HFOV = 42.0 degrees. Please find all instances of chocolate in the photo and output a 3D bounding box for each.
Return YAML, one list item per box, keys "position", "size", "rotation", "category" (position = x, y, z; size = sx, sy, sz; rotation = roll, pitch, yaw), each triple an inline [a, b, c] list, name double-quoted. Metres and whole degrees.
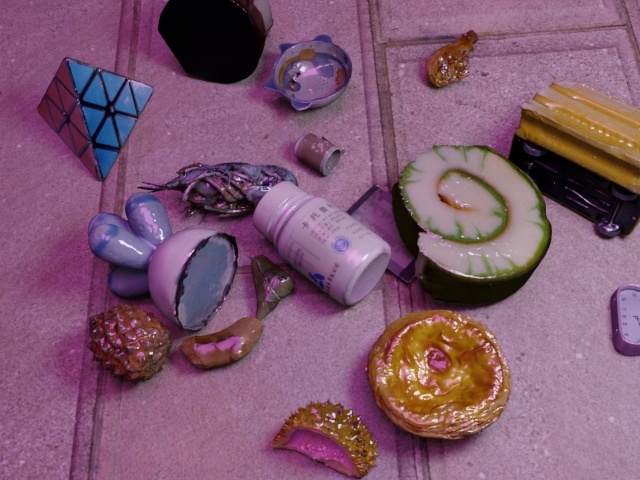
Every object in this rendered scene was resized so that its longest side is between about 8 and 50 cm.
- position: [-0.254, -0.570, 2.166]
  size: [0.284, 0.283, 0.186]
  rotation: [8, 45, 9]
  category: "chocolate"

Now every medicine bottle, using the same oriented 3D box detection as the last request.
- position: [0.000, 0.000, 1.845]
  size: [0.293, 0.170, 0.170]
  rotation: [37, 68, 23]
  category: "medicine bottle"

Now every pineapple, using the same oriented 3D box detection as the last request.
- position: [-0.415, 0.210, 1.758]
  size: [0.193, 0.166, 0.166]
  rotation: [29, 66, 20]
  category: "pineapple"

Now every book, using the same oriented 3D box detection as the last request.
- position: [0.163, -0.016, 1.927]
  size: [0.231, 0.026, 0.157]
  rotation: [38, 70, 22]
  category: "book"

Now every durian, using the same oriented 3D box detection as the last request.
- position: [0.013, 0.390, 1.665]
  size: [0.182, 0.165, 0.132]
  rotation: [22, 103, 40]
  category: "durian"

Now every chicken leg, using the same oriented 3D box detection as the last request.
- position: [0.353, -0.476, 2.151]
  size: [0.101, 0.085, 0.207]
  rotation: [7, 46, 48]
  category: "chicken leg"

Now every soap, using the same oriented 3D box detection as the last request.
- position: [0.611, -0.238, 1.832]
  size: [0.315, 0.091, 0.199]
  rotation: [31, 47, 27]
  category: "soap"

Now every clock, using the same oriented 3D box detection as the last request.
- position: [0.678, 0.167, 1.768]
  size: [0.110, 0.050, 0.152]
  rotation: [4, 60, 6]
  category: "clock"

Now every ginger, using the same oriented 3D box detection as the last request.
- position: [-0.207, 0.222, 1.786]
  size: [0.190, 0.069, 0.095]
  rotation: [-16, 65, -6]
  category: "ginger"

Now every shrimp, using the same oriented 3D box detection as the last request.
- position: [-0.237, -0.127, 1.936]
  size: [0.372, 0.172, 0.137]
  rotation: [-9, 65, -9]
  category: "shrimp"

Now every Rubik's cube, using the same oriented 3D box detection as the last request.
- position: [-0.579, -0.328, 2.092]
  size: [0.229, 0.228, 0.233]
  rotation: [-52, 20, 16]
  category: "Rubik's cube"

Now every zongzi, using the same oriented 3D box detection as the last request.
- position: [-0.149, 0.097, 1.869]
  size: [0.154, 0.062, 0.130]
  rotation: [37, 80, 29]
  category: "zongzi"

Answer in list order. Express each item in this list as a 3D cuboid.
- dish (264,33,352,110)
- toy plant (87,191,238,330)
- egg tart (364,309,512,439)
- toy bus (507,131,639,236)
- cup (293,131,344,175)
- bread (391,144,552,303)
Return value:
- position: [-0.028, -0.415, 2.139]
  size: [0.228, 0.086, 0.236]
  rotation: [33, 67, 22]
  category: "dish"
- position: [-0.373, 0.031, 1.827]
  size: [0.332, 0.247, 0.247]
  rotation: [23, 64, 21]
  category: "toy plant"
- position: [0.240, 0.278, 1.698]
  size: [0.295, 0.116, 0.294]
  rotation: [-3, 61, 5]
  category: "egg tart"
- position: [0.599, -0.155, 1.908]
  size: [0.331, 0.145, 0.151]
  rotation: [32, 56, 23]
  category: "toy bus"
- position: [-0.001, -0.224, 2.030]
  size: [0.099, 0.074, 0.102]
  rotation: [32, 66, 21]
  category: "cup"
- position: [0.319, -0.035, 1.845]
  size: [0.366, 0.129, 0.382]
  rotation: [32, 59, 10]
  category: "bread"
